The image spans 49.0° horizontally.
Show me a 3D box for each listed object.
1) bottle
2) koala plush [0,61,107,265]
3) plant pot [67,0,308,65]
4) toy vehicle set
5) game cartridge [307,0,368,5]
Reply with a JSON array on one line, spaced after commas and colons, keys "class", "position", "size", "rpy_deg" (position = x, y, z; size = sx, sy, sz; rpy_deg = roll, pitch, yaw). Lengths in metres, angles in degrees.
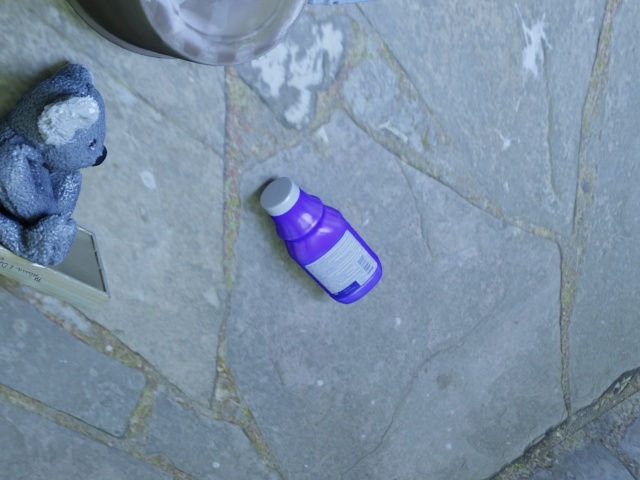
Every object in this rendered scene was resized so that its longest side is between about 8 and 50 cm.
[{"class": "bottle", "position": [0.000, 0.000, 1.232], "size": [0.118, 0.092, 0.283], "rpy_deg": [-41, 130, 3]}, {"class": "koala plush", "position": [-0.362, -0.124, 0.904], "size": [0.203, 0.196, 0.221], "rpy_deg": [36, 105, -29]}, {"class": "plant pot", "position": [-0.144, -0.338, 0.806], "size": [0.323, 0.280, 0.323], "rpy_deg": [-14, 127, -20]}, {"class": "toy vehicle set", "position": [-0.419, -0.009, 0.960], "size": [0.035, 0.166, 0.267], "rpy_deg": [-47, 130, 11]}, {"class": "game cartridge", "position": [0.081, -0.421, 0.927], "size": [0.297, 0.062, 0.198], "rpy_deg": [-29, 135, -50]}]
